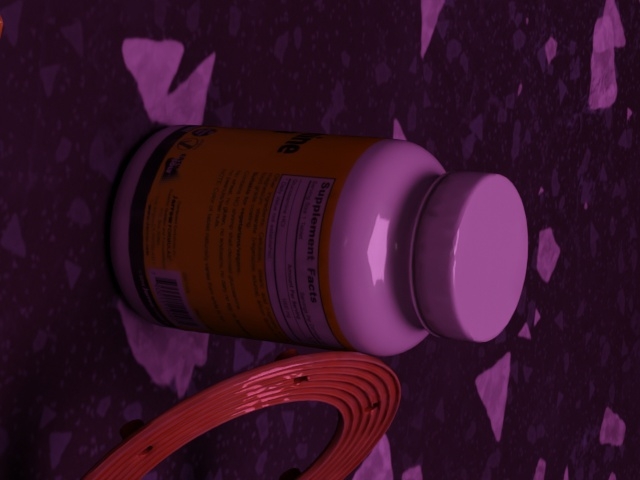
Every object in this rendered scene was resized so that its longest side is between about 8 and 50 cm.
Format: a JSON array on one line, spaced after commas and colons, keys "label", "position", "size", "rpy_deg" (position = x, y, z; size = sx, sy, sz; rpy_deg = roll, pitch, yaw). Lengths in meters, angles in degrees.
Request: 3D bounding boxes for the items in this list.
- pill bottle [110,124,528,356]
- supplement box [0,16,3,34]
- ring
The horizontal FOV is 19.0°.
[{"label": "pill bottle", "position": [0.000, 0.000, 1.657], "size": [0.188, 0.334, 0.188], "rpy_deg": [-17, 109, -58]}, {"label": "supplement box", "position": [-0.311, -0.088, 1.110], "size": [0.194, 0.129, 0.191], "rpy_deg": [-7, 138, -29]}, {"label": "ring", "position": [-0.084, 0.193, 1.646], "size": [0.336, 0.336, 0.032], "rpy_deg": [21, 34, -58]}]
